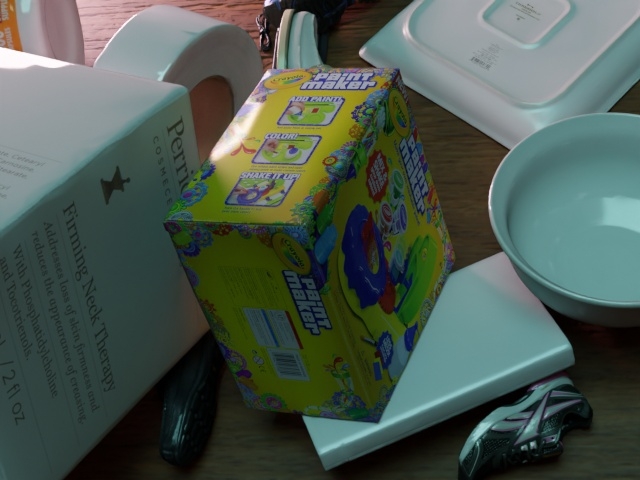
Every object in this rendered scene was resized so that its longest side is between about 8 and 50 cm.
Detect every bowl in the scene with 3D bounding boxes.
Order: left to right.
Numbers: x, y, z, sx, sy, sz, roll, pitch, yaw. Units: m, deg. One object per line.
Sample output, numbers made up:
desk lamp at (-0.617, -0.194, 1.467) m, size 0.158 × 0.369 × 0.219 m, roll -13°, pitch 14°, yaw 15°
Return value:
bowl at (0.344, -0.002, 1.695) m, size 0.298 × 0.134 × 0.298 m, roll -2°, pitch 51°, yaw 2°

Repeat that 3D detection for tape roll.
tape roll at (-0.187, -0.152, 1.833) m, size 0.100 × 0.286 × 0.286 m, roll 20°, pitch 62°, yaw 24°

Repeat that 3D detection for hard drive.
hard drive at (0.115, 0.135, 1.686) m, size 0.307 × 0.040 × 0.203 m, roll -22°, pitch 36°, yaw -4°

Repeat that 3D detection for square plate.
square plate at (0.285, -0.297, 1.975) m, size 0.347 × 0.049 × 0.344 m, roll 35°, pitch 69°, yaw 30°

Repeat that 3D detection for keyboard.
keyboard at (-0.042, -0.303, 2.065) m, size 0.108 × 0.023 × 0.180 m, roll -2°, pitch 55°, yaw 11°

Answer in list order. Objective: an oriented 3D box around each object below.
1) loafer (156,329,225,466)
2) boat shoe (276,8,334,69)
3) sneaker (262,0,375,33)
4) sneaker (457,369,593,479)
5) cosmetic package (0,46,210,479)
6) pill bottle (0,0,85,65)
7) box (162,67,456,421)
loafer at (-0.165, 0.172, 1.736) m, size 0.078 × 0.076 × 0.223 m, roll -3°, pitch 51°, yaw 16°
boat shoe at (-0.002, -0.175, 1.922) m, size 0.103 × 0.113 × 0.302 m, roll -5°, pitch 66°, yaw 7°
sneaker at (0.005, -0.360, 2.052) m, size 0.221 × 0.083 × 0.087 m, roll -27°, pitch 50°, yaw -29°
sneaker at (0.233, 0.220, 1.618) m, size 0.178 × 0.072 × 0.077 m, roll -38°, pitch 58°, yaw -13°
cosmetic package at (-0.362, 0.025, 1.600) m, size 0.327 × 0.329 × 0.394 m, roll 14°, pitch 40°, yaw 28°
pill bottle at (-0.551, -0.275, 2.031) m, size 0.392 × 0.224 × 0.224 m, roll -7°, pitch 55°, yaw 7°
box at (0.000, 0.000, 1.635) m, size 0.177 × 0.290 × 0.279 m, roll 2°, pitch 43°, yaw 28°
